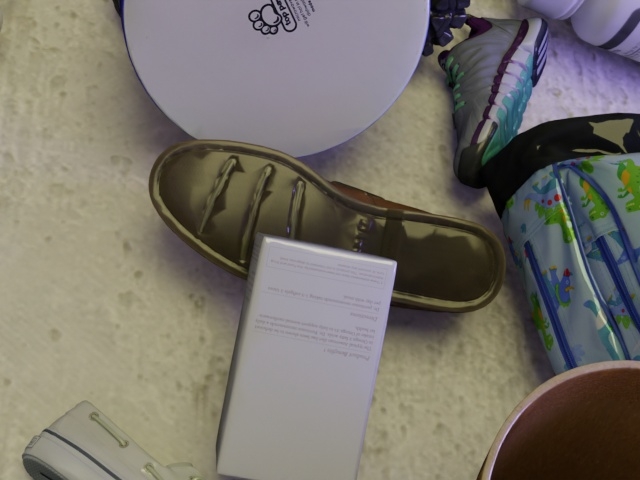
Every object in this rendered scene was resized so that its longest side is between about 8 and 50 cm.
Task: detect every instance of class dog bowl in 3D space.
[{"bbox_3d":[-0.042,-0.208,1.036,0.264,0.265,0.104,4,23,-11],"label":"dog bowl"}]

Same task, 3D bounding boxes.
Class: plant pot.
[{"bbox_3d":[0.183,0.244,0.829,0.237,0.254,0.237,6,58,-10],"label":"plant pot"}]

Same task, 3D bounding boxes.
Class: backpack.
[{"bbox_3d":[0.318,0.067,0.994,0.290,0.273,0.356,3,71,-19],"label":"backpack"}]

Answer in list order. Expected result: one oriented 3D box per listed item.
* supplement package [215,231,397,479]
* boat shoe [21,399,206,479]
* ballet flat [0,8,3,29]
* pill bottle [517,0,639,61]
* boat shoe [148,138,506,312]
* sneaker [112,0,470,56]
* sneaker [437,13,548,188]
[{"bbox_3d":[-0.014,0.092,0.918,0.105,0.105,0.179,12,91,-7],"label":"supplement package"},{"bbox_3d":[-0.115,0.197,0.889,0.226,0.083,0.076,35,59,9],"label":"boat shoe"},{"bbox_3d":[-0.333,-0.231,1.092,0.096,0.095,0.281,16,57,-18],"label":"ballet flat"},{"bbox_3d":[0.355,-0.256,1.211,0.283,0.161,0.161,18,57,-9],"label":"pill bottle"},{"bbox_3d":[0.000,0.000,1.025,0.307,0.104,0.111,20,85,-5],"label":"boat shoe"},{"bbox_3d":[-0.037,-0.250,1.168,0.343,0.134,0.146,1,38,-11],"label":"sneaker"},{"bbox_3d":[0.150,-0.139,1.171,0.098,0.083,0.224,14,50,19],"label":"sneaker"}]
